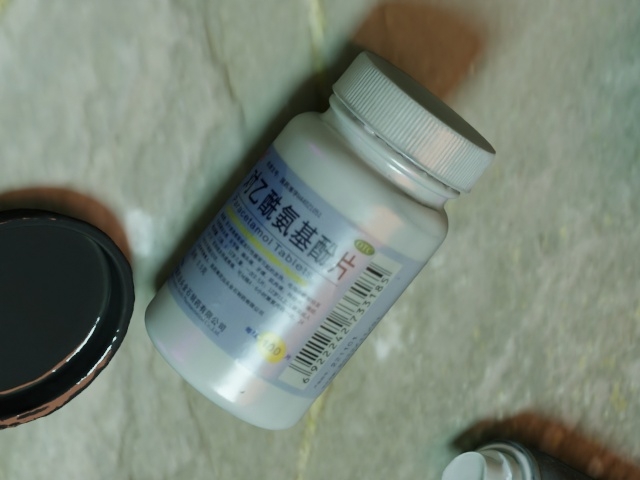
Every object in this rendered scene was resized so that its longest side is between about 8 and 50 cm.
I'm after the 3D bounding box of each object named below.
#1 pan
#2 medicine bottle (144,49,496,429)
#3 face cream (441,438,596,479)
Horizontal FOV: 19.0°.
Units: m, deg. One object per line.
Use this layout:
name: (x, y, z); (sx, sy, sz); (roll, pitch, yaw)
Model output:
pan: (-0.185, 0.082, 0.991); (0.136, 0.028, 0.235); (17, 109, -40)
medicine bottle: (0.000, 0.000, 0.999); (0.103, 0.103, 0.186); (28, 106, -43)
face cream: (0.177, 0.198, 1.290); (0.073, 0.073, 0.283); (-50, 135, 9)
